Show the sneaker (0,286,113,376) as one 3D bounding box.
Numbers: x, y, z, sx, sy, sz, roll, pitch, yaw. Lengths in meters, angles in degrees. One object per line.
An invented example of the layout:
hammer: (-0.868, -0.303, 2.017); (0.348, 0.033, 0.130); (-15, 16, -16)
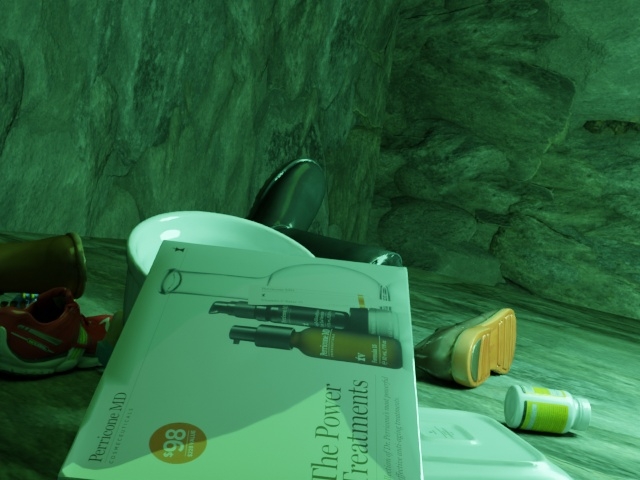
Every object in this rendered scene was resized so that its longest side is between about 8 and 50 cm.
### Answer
sneaker: (-0.373, 0.127, 1.236); (0.107, 0.118, 0.279); (10, 4, 18)

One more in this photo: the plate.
plate: (0.145, 0.253, 1.021); (0.278, 0.045, 0.277); (7, 5, -13)

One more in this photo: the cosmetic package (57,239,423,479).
cosmetic package: (-0.053, 0.140, 0.805); (0.284, 0.097, 0.377); (5, 29, 0)

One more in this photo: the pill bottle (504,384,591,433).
pill bottle: (0.339, 0.254, 1.245); (0.116, 0.065, 0.065); (8, 4, -5)

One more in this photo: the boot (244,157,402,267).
boot: (-0.001, 0.002, 1.711); (0.146, 0.367, 0.445); (43, -16, -31)

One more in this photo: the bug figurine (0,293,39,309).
bug figurine: (-0.530, 0.120, 1.370); (0.216, 0.072, 0.279); (1, 9, -7)

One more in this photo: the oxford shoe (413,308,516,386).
oxford shoe: (0.288, 0.194, 1.612); (0.132, 0.130, 0.363); (3, 1, 29)

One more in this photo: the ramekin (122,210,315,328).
ramekin: (-0.137, 0.082, 1.145); (0.277, 0.135, 0.277); (14, 25, -7)

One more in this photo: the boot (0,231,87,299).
boot: (-0.497, 0.041, 1.275); (0.220, 0.109, 0.283); (-4, 7, -39)

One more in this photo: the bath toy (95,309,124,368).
bath toy: (-0.227, 0.128, 1.366); (0.129, 0.151, 0.348); (-38, -2, 18)
